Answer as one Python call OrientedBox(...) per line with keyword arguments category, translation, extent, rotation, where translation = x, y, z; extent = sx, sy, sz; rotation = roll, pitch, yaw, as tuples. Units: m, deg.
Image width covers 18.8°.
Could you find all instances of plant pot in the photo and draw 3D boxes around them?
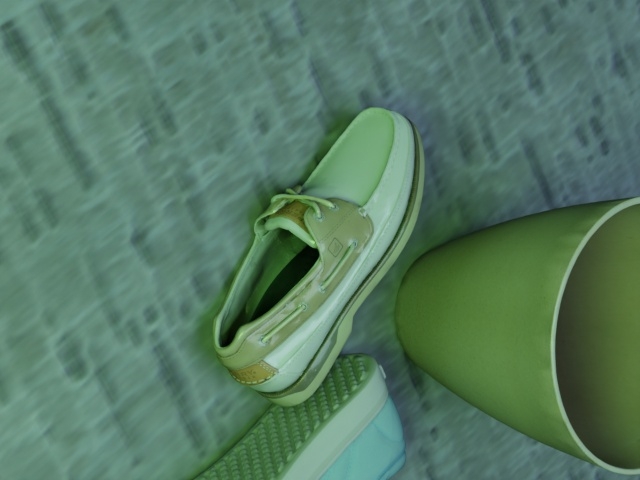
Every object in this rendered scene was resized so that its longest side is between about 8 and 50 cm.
OrientedBox(category="plant pot", translation=(0.208, 0.080, 1.871), extent=(0.256, 0.274, 0.256), rotation=(-4, 96, -41))

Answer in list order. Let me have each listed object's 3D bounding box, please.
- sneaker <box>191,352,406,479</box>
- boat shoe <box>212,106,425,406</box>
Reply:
OrientedBox(category="sneaker", translation=(-0.037, 0.265, 1.767), extent=(0.366, 0.135, 0.150), rotation=(-41, 115, -30))
OrientedBox(category="boat shoe", translation=(0.000, 0.000, 1.792), extent=(0.103, 0.113, 0.302), rotation=(37, 71, -42))
